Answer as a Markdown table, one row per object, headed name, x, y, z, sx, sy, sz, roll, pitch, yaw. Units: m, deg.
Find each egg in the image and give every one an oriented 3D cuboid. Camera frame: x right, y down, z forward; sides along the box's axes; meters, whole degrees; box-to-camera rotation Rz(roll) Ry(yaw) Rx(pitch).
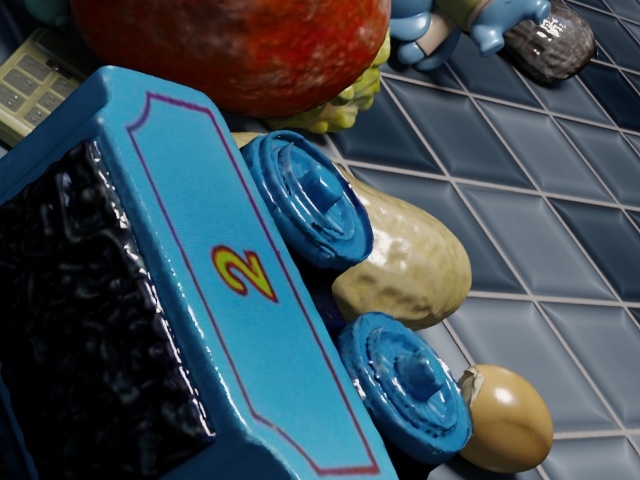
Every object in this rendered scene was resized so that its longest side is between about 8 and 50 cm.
| name | x | y | z | sx | sy | sz | roll | pitch | yaw |
| --- | --- | --- | --- | --- | --- | --- | --- | --- | --- |
| egg | 0.143 | 0.144 | 1.105 | 0.096 | 0.080 | 0.080 | 29 | 30 | -11 |

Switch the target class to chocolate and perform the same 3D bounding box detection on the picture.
| name | x | y | z | sx | sy | sz | roll | pitch | yaw |
| --- | --- | --- | --- | --- | --- | --- | --- | --- | --- |
| chocolate | 0.255 | -0.295 | 1.832 | 0.248 | 0.110 | 0.110 | 37 | 29 | -12 |

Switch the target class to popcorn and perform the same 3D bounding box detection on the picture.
| name | x | y | z | sx | sy | sz | roll | pitch | yaw |
| --- | --- | --- | --- | --- | --- | --- | --- | --- | --- |
| popcorn | -0.001 | -0.171 | 1.316 | 0.126 | 0.145 | 0.126 | -21 | 71 | -50 |

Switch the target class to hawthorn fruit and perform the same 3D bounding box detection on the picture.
| name | x | y | z | sx | sy | sz | roll | pitch | yaw |
| --- | --- | --- | --- | --- | --- | --- | --- | --- | --- |
| hawthorn fruit | -0.074 | -0.243 | 1.152 | 0.284 | 0.284 | 0.284 | 29 | 31 | -19 |

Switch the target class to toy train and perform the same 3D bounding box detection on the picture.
| name | x | y | z | sx | sy | sz | roll | pitch | yaw |
| --- | --- | --- | --- | --- | --- | --- | --- | --- | --- |
| toy train | -0.070 | 0.056 | 0.832 | 0.265 | 0.188 | 0.300 | 9 | 49 | -56 |

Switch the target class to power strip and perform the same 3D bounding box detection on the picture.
| name | x | y | z | sx | sy | sz | roll | pitch | yaw |
| --- | --- | --- | --- | --- | --- | --- | --- | --- | --- |
| power strip | -0.219 | -0.121 | 1.108 | 0.076 | 0.028 | 0.169 | 34 | 29 | -9 |

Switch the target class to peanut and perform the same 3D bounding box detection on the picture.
| name | x | y | z | sx | sy | sz | roll | pitch | yaw |
| --- | --- | --- | --- | --- | --- | --- | --- | --- | --- |
| peanut | 0.000 | 0.000 | 1.122 | 0.274 | 0.111 | 0.125 | 27 | 47 | -17 |

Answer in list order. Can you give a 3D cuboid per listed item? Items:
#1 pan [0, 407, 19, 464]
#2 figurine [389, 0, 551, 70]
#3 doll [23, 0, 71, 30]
| name | x | y | z | sx | sy | sz | roll | pitch | yaw |
| --- | --- | --- | --- | --- | --- | --- | --- | --- | --- |
| pan | -0.175 | 0.079 | 0.870 | 0.212 | 0.040 | 0.115 | -2 | 55 | -50 |
| figurine | 0.118 | -0.287 | 1.581 | 0.262 | 0.180 | 0.154 | 38 | 21 | 14 |
| doll | -0.268 | -0.240 | 1.186 | 0.158 | 0.059 | 0.159 | 10 | 39 | -42 |
